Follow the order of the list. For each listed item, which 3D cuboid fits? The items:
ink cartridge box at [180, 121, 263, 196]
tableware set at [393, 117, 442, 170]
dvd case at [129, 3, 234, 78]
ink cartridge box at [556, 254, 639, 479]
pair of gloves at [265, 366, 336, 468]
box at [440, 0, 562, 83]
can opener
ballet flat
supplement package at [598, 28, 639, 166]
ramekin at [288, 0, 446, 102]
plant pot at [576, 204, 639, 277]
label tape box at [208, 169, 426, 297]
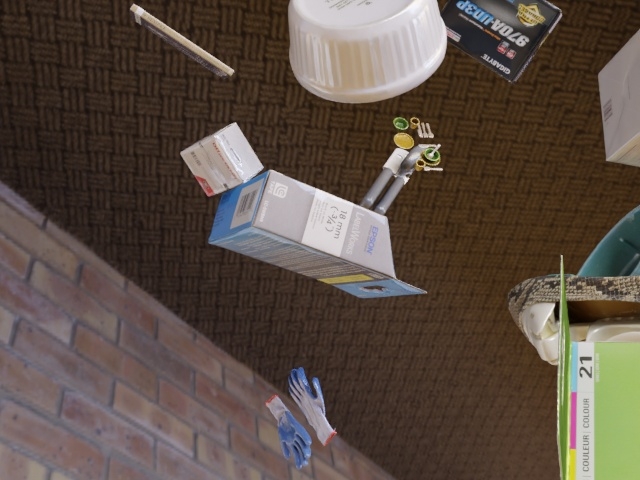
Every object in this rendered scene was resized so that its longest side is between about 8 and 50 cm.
[{"bbox_3d":[-0.178,-0.144,1.324,0.135,0.056,0.099,-12,114,52],"label":"ink cartridge box"},{"bbox_3d":[0.223,-0.225,1.695,0.104,0.154,0.024,0,147,-14],"label":"tableware set"},{"bbox_3d":[-0.277,-0.393,1.465,0.221,0.164,0.018,31,93,-16],"label":"dvd case"},{"bbox_3d":[0.268,0.164,0.655,0.097,0.188,0.255,-2,135,22],"label":"ink cartridge box"},{"bbox_3d":[-0.042,0.345,1.430,0.023,0.159,0.198,-9,146,-40],"label":"pair of gloves"},{"bbox_3d":[0.375,-0.469,1.575,0.220,0.051,0.175,38,109,14],"label":"box"},{"bbox_3d":[0.184,-0.161,1.880,0.074,0.280,0.093,35,140,2],"label":"can opener"},{"bbox_3d":[0.487,0.144,1.277,0.483,0.182,0.164,-10,117,53],"label":"ballet flat"},{"bbox_3d":[0.627,-0.239,1.296,0.203,0.194,0.149,9,156,-9],"label":"supplement package"},{"bbox_3d":[0.070,-0.361,1.204,0.273,0.272,0.127,-15,142,1],"label":"ramekin"},{"bbox_3d":[0.775,0.141,1.615,0.334,0.341,0.341,33,120,2],"label":"plant pot"},{"bbox_3d":[0.000,0.000,1.300,0.334,0.105,0.241,21,166,-22],"label":"label tape box"}]
